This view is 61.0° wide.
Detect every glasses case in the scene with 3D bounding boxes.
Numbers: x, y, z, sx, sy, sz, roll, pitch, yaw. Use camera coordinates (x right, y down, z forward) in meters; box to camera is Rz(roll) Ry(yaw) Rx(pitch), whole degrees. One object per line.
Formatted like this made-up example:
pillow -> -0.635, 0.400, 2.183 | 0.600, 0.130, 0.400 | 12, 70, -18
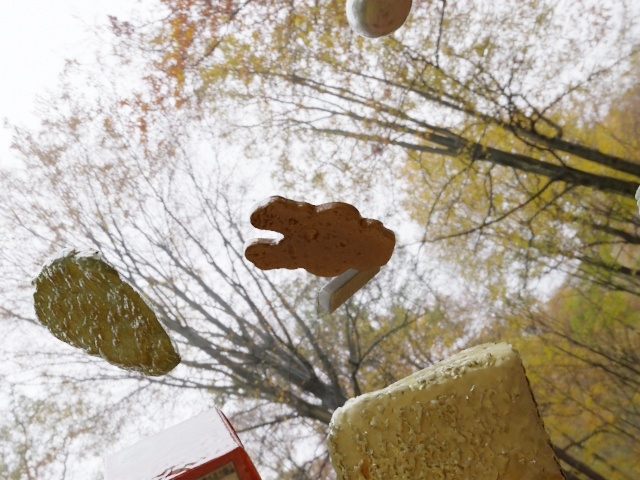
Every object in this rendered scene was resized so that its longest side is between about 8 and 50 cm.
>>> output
glasses case -> 0.074, 0.092, 1.325 | 0.205, 0.047, 0.071 | -35, -36, -37

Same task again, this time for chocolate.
chocolate -> -0.227, 0.383, 0.871 | 0.237, 0.234, 0.108 | -18, -81, -19

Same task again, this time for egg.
egg -> 0.095, -0.384, 0.880 | 0.135, 0.103, 0.103 | -55, -35, -30

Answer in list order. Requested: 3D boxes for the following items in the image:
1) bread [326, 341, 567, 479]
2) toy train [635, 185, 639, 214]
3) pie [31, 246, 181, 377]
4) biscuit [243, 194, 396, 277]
bread -> 0.193, 0.318, 0.861 | 0.279, 0.315, 0.249 | 27, -134, -74
toy train -> 0.469, -0.076, 0.624 | 0.194, 0.125, 0.081 | -44, -21, -7
pie -> -0.352, 0.127, 0.907 | 0.257, 0.274, 0.105 | -39, 11, 45
biscuit -> 0.000, -0.002, 1.069 | 0.294, 0.044, 0.186 | 9, -50, -10
